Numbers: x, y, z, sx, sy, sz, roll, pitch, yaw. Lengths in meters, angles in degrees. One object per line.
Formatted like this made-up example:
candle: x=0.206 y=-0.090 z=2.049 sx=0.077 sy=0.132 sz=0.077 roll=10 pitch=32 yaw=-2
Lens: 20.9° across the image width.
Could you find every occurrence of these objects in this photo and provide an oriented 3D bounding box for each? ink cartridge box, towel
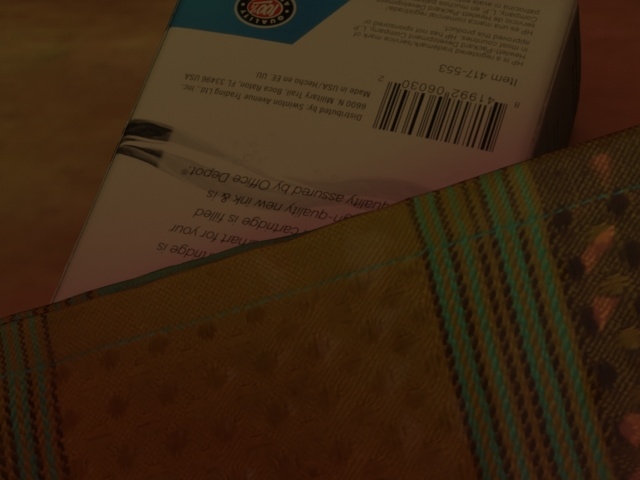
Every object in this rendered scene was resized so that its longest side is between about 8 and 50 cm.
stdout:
ink cartridge box: x=0.000 y=0.000 z=0.595 sx=0.139 sy=0.082 sz=0.190 roll=12 pitch=63 yaw=15
towel: x=-0.029 y=0.134 z=0.463 sx=0.370 sy=0.040 sz=0.271 roll=-17 pitch=68 yaw=17
